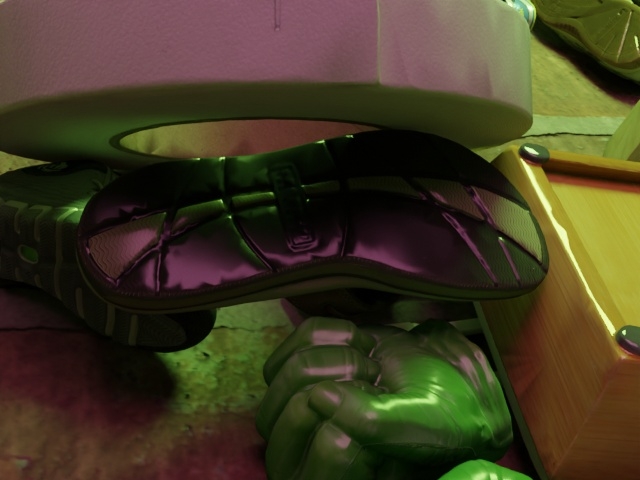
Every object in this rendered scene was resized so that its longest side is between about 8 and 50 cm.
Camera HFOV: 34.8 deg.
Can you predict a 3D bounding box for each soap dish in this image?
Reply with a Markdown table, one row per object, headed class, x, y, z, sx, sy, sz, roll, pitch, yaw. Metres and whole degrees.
| class | x | y | z | sx | sy | sz | roll | pitch | yaw |
| --- | --- | --- | --- | --- | --- | --- | --- | --- | --- |
| soap dish | 0.233 | 0.048 | 0.727 | 0.229 | 0.118 | 0.291 | 7 | 35 | -13 |

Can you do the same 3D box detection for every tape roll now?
| class | x | y | z | sx | sy | sz | roll | pitch | yaw |
| --- | --- | --- | --- | --- | --- | --- | --- | --- | --- |
| tape roll | -0.044 | -0.103 | 0.724 | 0.392 | 0.072 | 0.392 | -1 | -3 | 0 |

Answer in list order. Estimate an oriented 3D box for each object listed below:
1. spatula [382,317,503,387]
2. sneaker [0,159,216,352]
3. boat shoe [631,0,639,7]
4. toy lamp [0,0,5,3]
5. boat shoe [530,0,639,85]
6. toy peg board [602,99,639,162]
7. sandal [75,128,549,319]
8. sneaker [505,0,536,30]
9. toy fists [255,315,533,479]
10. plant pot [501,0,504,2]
| class | x | y | z | sx | sy | sz | roll | pitch | yaw |
| --- | --- | --- | --- | --- | --- | --- | --- | --- | --- |
| spatula | 0.111 | 0.061 | 0.775 | 0.242 | 0.019 | 0.168 | -6 | 36 | -27 |
| sneaker | -0.152 | -0.008 | 0.732 | 0.229 | 0.086 | 0.132 | 22 | 31 | 17 |
| boat shoe | 0.468 | -0.283 | 1.381 | 0.080 | 0.073 | 0.223 | -20 | 44 | -40 |
| toy lamp | -0.373 | -0.262 | 1.052 | 0.275 | 0.080 | 0.080 | 30 | 36 | 26 |
| boat shoe | 0.365 | -0.284 | 1.343 | 0.089 | 0.104 | 0.285 | 38 | 21 | -38 |
| toy peg board | 0.351 | -0.105 | 1.000 | 0.079 | 0.160 | 0.161 | 32 | 34 | 2 |
| sandal | -0.001 | -0.001 | 0.659 | 0.303 | 0.086 | 0.120 | -2 | 60 | -11 |
| sneaker | 0.228 | -0.325 | 1.383 | 0.059 | 0.053 | 0.144 | -10 | 38 | -28 |
| toy fists | 0.064 | 0.140 | 0.562 | 0.142 | 0.096 | 0.279 | -11 | 42 | -27 |
| plant pot | 0.113 | -0.289 | 1.183 | 0.188 | 0.187 | 0.167 | 36 | 26 | 32 |
